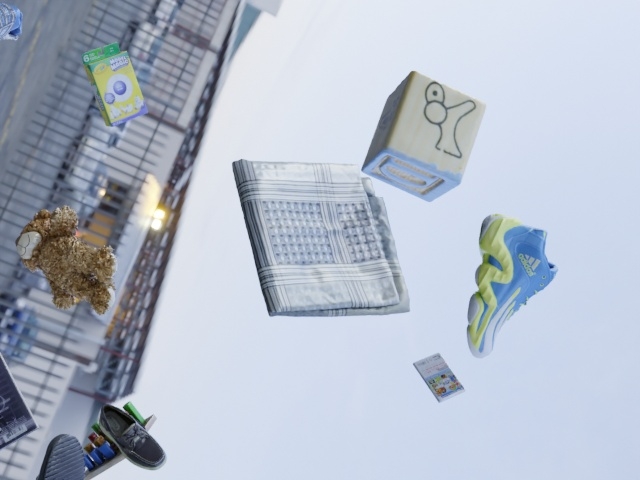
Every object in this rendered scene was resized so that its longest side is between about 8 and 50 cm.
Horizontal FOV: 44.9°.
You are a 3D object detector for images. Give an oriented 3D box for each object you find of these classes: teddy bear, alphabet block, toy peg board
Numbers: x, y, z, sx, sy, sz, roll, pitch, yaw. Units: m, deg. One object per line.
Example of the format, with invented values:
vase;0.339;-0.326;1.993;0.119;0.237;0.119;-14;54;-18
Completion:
teddy bear;-0.601;0.048;1.818;0.113;0.338;0.245;-28;153;-47
alphabet block;0.225;-0.225;1.713;0.197;0.192;0.193;-69;-170;-14
toy peg board;-0.493;0.464;1.816;0.161;0.079;0.160;-34;-171;17

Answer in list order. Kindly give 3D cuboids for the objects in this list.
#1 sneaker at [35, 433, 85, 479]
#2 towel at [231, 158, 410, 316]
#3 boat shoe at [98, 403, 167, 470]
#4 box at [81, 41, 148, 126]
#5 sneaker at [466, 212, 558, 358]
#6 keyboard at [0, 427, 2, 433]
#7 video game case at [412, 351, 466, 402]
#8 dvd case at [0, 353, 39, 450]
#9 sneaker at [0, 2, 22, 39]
sneaker;-0.602;0.565;1.658;0.122;0.146;0.330;1;99;-62
towel;0.012;-0.008;1.432;0.056;0.324;0.312;-42;-124;46
boat shoe;-0.327;0.337;1.327;0.056;0.152;0.049;-46;154;-33
box;-0.490;-0.373;1.845;0.105;0.179;0.043;-31;-154;-31
sneaker;0.301;0.081;1.213;0.091;0.126;0.240;-41;137;-66
keyboard;-0.599;0.258;1.265;0.180;0.108;0.023;32;-96;40
video game case;0.301;0.347;1.964;0.122;0.087;0.011;56;-34;30
dvd case;-0.626;0.282;1.377;0.165;0.221;0.018;-30;169;-11
sneaker;-0.367;-0.241;0.875;0.135;0.058;0.052;16;-67;61
